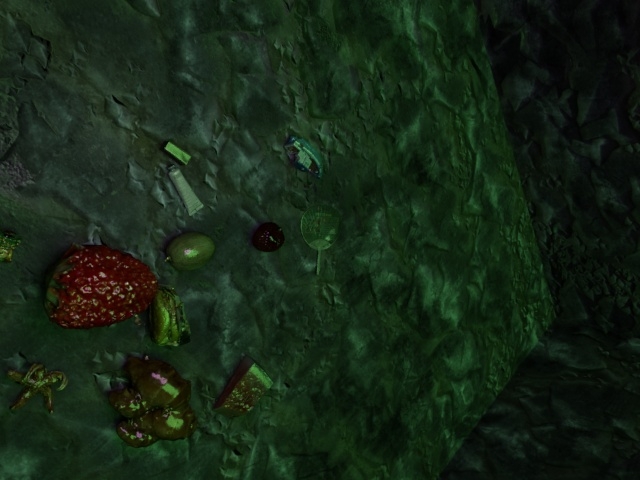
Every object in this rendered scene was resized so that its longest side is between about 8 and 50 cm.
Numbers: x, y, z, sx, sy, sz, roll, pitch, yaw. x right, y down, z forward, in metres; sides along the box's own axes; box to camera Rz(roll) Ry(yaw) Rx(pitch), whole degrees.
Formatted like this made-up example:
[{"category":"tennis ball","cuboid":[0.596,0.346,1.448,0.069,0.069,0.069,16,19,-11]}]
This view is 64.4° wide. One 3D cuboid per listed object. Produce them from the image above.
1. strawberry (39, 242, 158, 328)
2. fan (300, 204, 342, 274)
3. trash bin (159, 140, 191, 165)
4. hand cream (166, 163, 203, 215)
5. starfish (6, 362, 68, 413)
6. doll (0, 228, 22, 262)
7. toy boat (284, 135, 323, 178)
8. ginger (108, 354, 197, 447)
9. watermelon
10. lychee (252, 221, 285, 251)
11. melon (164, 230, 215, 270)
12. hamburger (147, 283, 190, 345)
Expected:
[{"category":"strawberry","cuboid":[-0.667,0.160,1.571,0.343,0.292,0.292,20,86,-33]},{"category":"fan","cuboid":[-0.016,-0.024,2.222,0.223,0.012,0.294,37,74,-36]},{"category":"trash bin","cuboid":[-0.502,-0.304,1.759,0.092,0.061,0.043,38,75,-34]},{"category":"hand cream","cuboid":[-0.487,-0.183,1.811,0.067,0.042,0.194,-46,128,-32]},{"category":"starfish","cuboid":[-0.897,0.458,1.582,0.190,0.074,0.146,39,73,-36]},{"category":"doll","cuboid":[-0.937,0.015,1.490,0.113,0.076,0.078,-48,161,14]},{"category":"toy boat","cuboid":[-0.068,-0.325,2.074,0.215,0.088,0.102,41,63,-33]},{"category":"ginger","cuboid":[-0.592,0.572,1.804,0.274,0.152,0.357,-11,105,-16]},{"category":"watermelon","cuboid":[-0.313,0.624,2.059,0.256,0.140,0.193,-44,114,-15]},{"category":"lychee","cuboid":[-0.208,-0.012,2.011,0.129,0.123,0.123,-14,111,3]},{"category":"melon","cuboid":[-0.465,0.039,1.802,0.192,0.139,0.139,-21,111,-37]},{"category":"hamburger","cuboid":[-0.524,0.261,1.743,0.125,0.235,0.214,-12,110,-26]}]
